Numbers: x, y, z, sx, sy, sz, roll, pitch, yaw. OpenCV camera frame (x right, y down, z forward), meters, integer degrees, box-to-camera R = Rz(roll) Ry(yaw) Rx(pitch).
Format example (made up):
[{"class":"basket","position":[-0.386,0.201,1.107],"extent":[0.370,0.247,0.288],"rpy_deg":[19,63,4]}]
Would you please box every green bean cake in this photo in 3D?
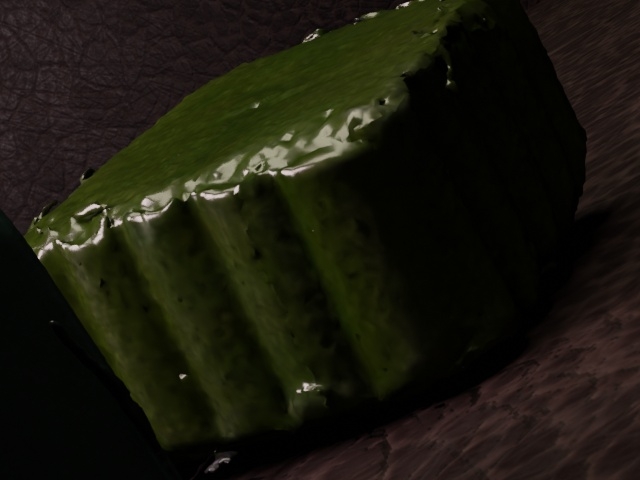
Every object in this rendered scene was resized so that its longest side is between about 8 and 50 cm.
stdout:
[{"class":"green bean cake","position":[0.000,0.000,1.030],"extent":[0.319,0.218,0.335],"rpy_deg":[-19,20,34]}]

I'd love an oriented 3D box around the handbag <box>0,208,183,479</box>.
[{"class":"handbag","position":[-0.210,0.158,0.643],"extent":[0.326,0.238,0.089],"rpy_deg":[-36,12,-30]}]
